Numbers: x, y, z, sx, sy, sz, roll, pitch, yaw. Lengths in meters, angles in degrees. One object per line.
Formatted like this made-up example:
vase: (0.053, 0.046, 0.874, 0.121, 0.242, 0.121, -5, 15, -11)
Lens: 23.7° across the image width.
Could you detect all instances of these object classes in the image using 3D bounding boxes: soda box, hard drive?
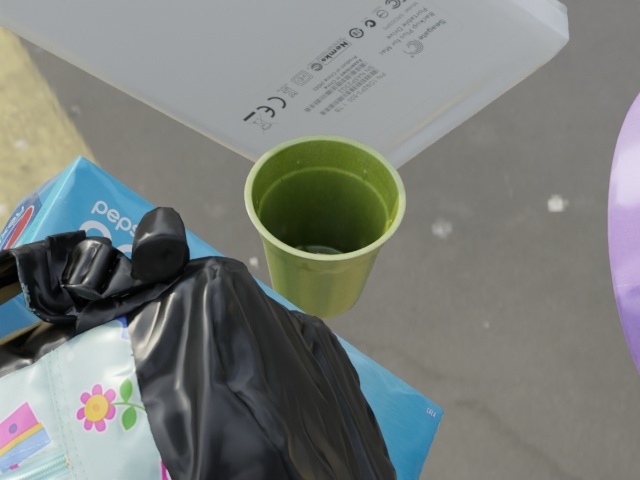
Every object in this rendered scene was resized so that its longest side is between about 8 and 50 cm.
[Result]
soda box: (-0.050, 0.057, 0.677, 0.067, 0.210, 0.071, -25, 34, 54)
hard drive: (-0.045, -0.138, 0.832, 0.203, 0.307, 0.040, -35, 38, 40)

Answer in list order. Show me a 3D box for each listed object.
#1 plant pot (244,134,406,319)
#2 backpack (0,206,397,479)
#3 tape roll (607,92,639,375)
plant pot: (0.000, 0.000, 0.813, 0.083, 0.079, 0.083, 2, 53, -3)
backpack: (-0.078, 0.083, 0.404, 0.182, 0.152, 0.115, -24, 63, 8)
tape roll: (0.306, 0.008, 1.042, 0.090, 0.275, 0.274, -8, 41, 42)
